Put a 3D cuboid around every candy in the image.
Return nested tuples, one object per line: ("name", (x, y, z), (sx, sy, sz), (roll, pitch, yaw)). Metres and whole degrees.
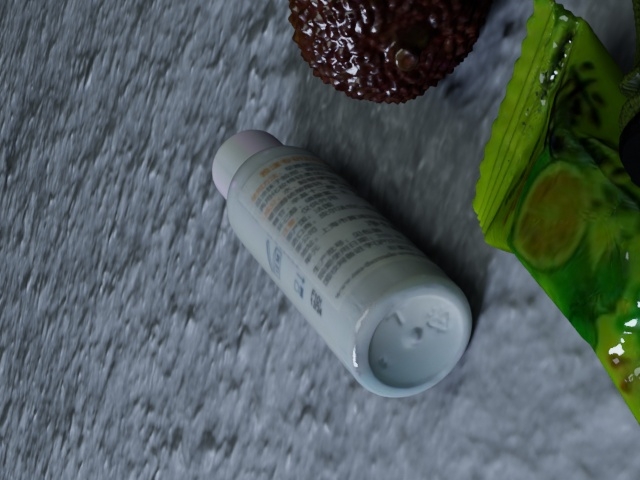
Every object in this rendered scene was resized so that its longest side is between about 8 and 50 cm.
("candy", (0.142, -0.005, 0.634), (0.246, 0.069, 0.149), (56, 137, 46))

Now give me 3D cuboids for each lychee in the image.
("lychee", (0.041, -0.146, 0.798), (0.129, 0.123, 0.123), (-74, 10, -54))

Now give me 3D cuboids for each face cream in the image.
("face cream", (0.000, 0.000, 0.877), (0.269, 0.082, 0.082), (47, 125, 55))

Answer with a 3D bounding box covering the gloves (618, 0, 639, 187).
("gloves", (0.173, -0.142, 0.555), (0.107, 0.135, 0.268), (131, 156, -76))
